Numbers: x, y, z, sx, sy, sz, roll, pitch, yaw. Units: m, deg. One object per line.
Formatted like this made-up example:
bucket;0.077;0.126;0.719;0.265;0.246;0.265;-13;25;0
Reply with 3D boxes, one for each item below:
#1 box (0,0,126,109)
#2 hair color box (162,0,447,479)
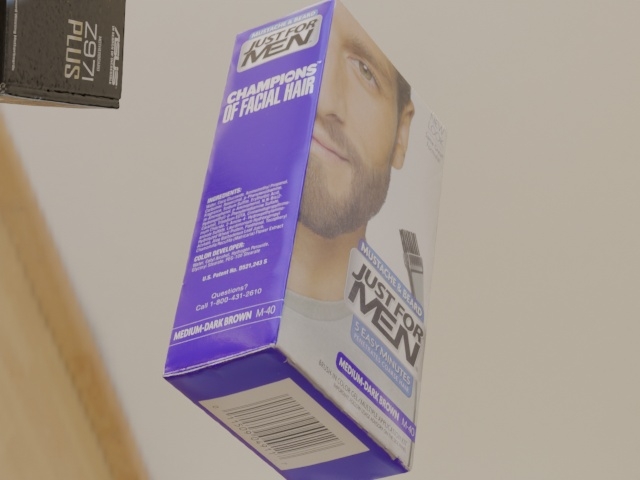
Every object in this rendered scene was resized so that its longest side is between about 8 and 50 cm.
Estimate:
box;-0.174;-0.168;0.902;0.147;0.077;0.180;-3;97;-72
hair color box;0.000;0.000;1.230;0.185;0.110;0.339;46;39;-39
